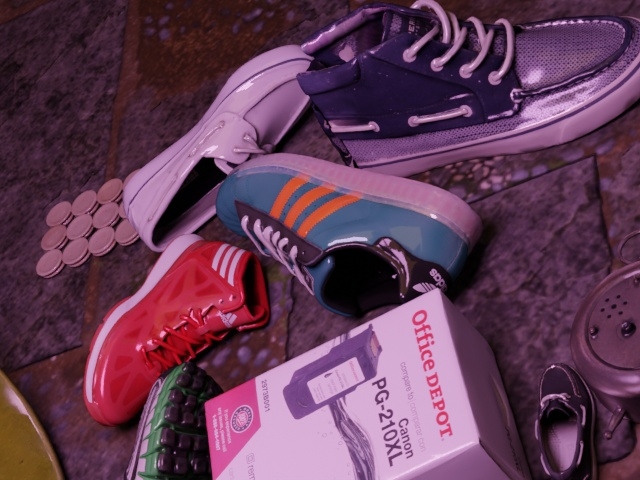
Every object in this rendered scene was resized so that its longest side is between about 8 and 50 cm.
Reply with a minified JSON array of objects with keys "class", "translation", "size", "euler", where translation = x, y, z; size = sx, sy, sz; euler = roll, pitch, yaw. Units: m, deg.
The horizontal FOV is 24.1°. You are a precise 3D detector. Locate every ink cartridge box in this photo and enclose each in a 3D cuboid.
[{"class":"ink cartridge box","translation":[0.034,0.170,1.234],"size":[0.237,0.100,0.172],"euler":[-28,42,15]}]

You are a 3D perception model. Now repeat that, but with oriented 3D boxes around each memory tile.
[{"class":"memory tile","translation":[-0.256,-0.020,1.701],"size":[0.148,0.012,0.113],"euler":[-21,44,23]}]

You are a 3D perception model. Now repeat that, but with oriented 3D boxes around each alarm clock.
[{"class":"alarm clock","translation":[0.262,0.060,1.190],"size":[0.129,0.064,0.192],"euler":[-21,41,22]}]

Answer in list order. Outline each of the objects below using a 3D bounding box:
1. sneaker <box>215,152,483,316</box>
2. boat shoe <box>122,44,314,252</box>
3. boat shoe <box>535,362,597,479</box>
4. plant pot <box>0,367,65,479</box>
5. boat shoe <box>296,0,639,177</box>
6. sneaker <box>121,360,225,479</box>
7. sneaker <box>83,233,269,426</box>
[{"class":"sneaker","translation":[0.000,0.000,1.409],"size":[0.302,0.108,0.121],"euler":[9,56,41]},{"class":"boat shoe","translation":[-0.096,-0.093,1.580],"size":[0.267,0.096,0.088],"euler":[-39,44,5]},{"class":"boat shoe","translation":[0.190,0.144,1.185],"size":[0.046,0.038,0.125],"euler":[-19,45,24]},{"class":"plant pot","translation":[-0.486,0.279,1.387],"size":[0.353,0.366,0.366],"euler":[-39,39,20]},{"class":"boat shoe","translation":[0.138,-0.164,1.410],"size":[0.340,0.158,0.127],"euler":[-18,45,25]},{"class":"sneaker","translation":[-0.163,0.255,1.287],"size":[0.146,0.134,0.343],"euler":[-8,50,34]},{"class":"sneaker","translation":[-0.134,0.087,1.454],"size":[0.128,0.087,0.221],"euler":[5,59,42]}]
